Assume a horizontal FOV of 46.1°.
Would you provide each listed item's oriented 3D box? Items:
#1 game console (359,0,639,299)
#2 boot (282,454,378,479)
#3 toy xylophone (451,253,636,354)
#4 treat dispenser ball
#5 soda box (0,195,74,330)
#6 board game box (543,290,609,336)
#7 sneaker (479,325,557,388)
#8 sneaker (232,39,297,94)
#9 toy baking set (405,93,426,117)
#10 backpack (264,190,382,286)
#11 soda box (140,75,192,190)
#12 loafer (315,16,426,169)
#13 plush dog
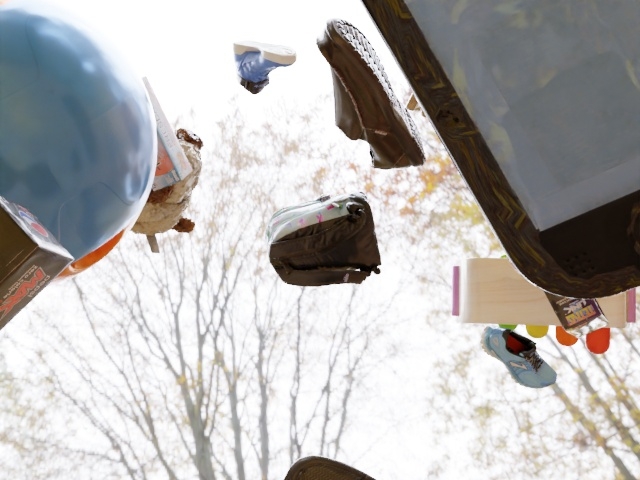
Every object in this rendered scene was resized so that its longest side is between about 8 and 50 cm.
[{"bbox_3d":[0.225,-0.158,0.510,0.342,0.060,0.387,-24,-71,31],"label":"game console"},{"bbox_3d":[0.094,0.465,1.128,0.377,0.284,0.138,31,-110,4],"label":"boot"},{"bbox_3d":[0.387,0.062,1.307,0.322,0.081,0.236,9,-93,17],"label":"toy xylophone"},{"bbox_3d":[-0.302,-0.092,0.719,0.288,0.288,0.288,-6,-57,-9],"label":"treat dispenser ball"},{"bbox_3d":[-0.246,0.049,0.484,0.053,0.060,0.169,44,-93,10],"label":"soda box"},{"bbox_3d":[0.299,0.045,0.931,0.048,0.141,0.170,-31,-19,16],"label":"board game box"},{"bbox_3d":[0.355,0.206,1.311,0.162,0.073,0.063,36,-115,-15],"label":"sneaker"},{"bbox_3d":[-0.094,-0.289,1.278,0.058,0.152,0.085,-25,-57,-40],"label":"sneaker"},{"bbox_3d":[0.223,-0.321,1.288,0.256,0.030,0.197,-55,-18,0],"label":"toy baking set"},{"bbox_3d":[0.000,0.000,1.235,0.181,0.115,0.152,-14,-60,1],"label":"backpack"},{"bbox_3d":[-0.289,-0.181,1.276,0.058,0.063,0.183,-20,-74,18],"label":"soda box"},{"bbox_3d":[0.047,-0.148,0.844,0.078,0.080,0.220,-23,-49,17],"label":"loafer"},{"bbox_3d":[-0.326,-0.116,1.574,0.210,0.263,0.225,30,-41,-14],"label":"plush dog"}]
